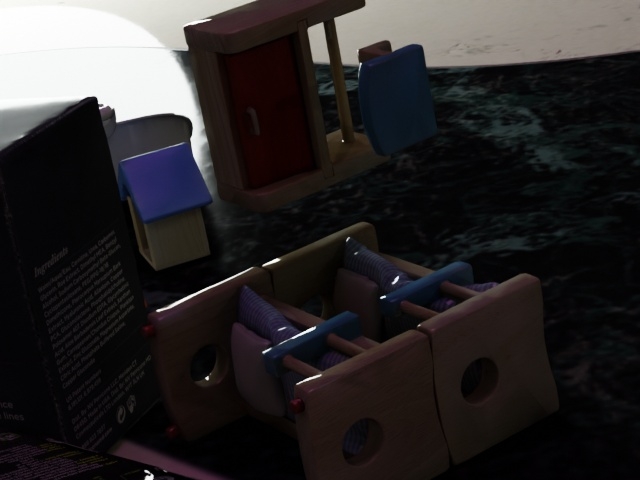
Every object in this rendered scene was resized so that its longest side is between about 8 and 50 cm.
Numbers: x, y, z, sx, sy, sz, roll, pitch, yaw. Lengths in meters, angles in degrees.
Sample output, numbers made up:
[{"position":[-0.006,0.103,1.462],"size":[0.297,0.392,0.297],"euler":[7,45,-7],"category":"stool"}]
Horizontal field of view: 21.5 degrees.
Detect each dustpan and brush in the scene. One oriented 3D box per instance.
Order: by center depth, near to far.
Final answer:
[{"position":[-0.140,-0.057,1.042],"size":[0.147,0.060,0.211],"euler":[-16,9,-12],"category":"dustpan and brush"}]

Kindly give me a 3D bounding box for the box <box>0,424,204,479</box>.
[{"position":[-0.138,0.122,0.625],"size":[0.184,0.045,0.191],"euler":[10,16,39],"category":"box"}]

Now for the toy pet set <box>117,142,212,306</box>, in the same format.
[{"position":[-0.120,-0.009,0.967],"size":[0.114,0.065,0.122],"euler":[-18,23,-16],"category":"toy pet set"}]

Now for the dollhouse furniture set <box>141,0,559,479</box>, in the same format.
[{"position":[0.000,0.000,0.721],"size":[0.129,0.183,0.129],"euler":[-24,25,-30],"category":"dollhouse furniture set"}]

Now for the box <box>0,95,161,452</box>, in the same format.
[{"position":[-0.173,0.021,0.790],"size":[0.156,0.158,0.093],"euler":[0,24,25],"category":"box"}]
